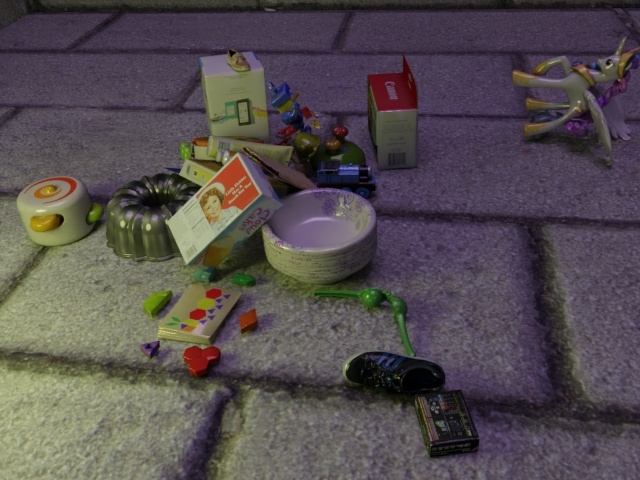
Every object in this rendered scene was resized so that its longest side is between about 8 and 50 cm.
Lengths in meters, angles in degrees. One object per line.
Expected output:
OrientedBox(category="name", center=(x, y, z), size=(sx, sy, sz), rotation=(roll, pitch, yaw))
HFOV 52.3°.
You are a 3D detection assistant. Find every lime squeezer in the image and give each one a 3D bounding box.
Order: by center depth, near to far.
OrientedBox(category="lime squeezer", center=(0.126, 0.159, 1.490), size=(0.310, 0.059, 0.110), rotation=(31, 78, 37))

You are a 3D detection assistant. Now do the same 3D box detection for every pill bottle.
OrientedBox(category="pill bottle", center=(-0.243, -0.224, 1.803), size=(0.083, 0.043, 0.043), rotation=(11, 29, -23))

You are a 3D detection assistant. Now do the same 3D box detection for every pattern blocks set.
OrientedBox(category="pattern blocks set", center=(-0.281, 0.172, 1.519), size=(0.286, 0.026, 0.325), rotation=(15, 39, 25))

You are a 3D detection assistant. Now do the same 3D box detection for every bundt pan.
OrientedBox(category="bundt pan", center=(-0.445, -0.084, 1.817), size=(0.331, 0.124, 0.330), rotation=(-2, 36, 2))

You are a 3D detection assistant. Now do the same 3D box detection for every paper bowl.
OrientedBox(category="paper bowl", center=(0.000, 0.000, 1.631), size=(0.285, 0.148, 0.284), rotation=(-2, 35, 2))

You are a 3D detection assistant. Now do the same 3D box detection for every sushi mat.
OrientedBox(category="sushi mat", center=(-0.079, -0.175, 1.762), size=(0.151, 0.019, 0.317), rotation=(39, 10, 27))

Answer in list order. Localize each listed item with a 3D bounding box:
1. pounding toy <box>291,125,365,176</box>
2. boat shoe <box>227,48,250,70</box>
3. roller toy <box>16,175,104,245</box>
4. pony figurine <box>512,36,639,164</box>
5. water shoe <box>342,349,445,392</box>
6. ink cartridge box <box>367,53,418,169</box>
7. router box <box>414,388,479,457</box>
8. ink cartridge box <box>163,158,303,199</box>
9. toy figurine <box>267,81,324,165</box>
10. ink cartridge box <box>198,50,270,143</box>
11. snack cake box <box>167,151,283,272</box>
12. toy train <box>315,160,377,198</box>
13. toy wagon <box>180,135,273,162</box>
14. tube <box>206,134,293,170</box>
OrientedBox(category="pounding toy", center=(0.025, -0.293, 2.077), size=(0.237, 0.110, 0.183), rotation=(-9, 35, -8))
OrientedBox(category="boat shoe", center=(-0.268, -0.582, 2.104), size=(0.050, 0.045, 0.135), rotation=(-22, 39, -26))
OrientedBox(category="roller toy", center=(-0.743, -0.089, 1.831), size=(0.191, 0.146, 0.209), rotation=(22, 43, 33))
OrientedBox(category="pony figurine", center=(0.825, -0.431, 2.048), size=(0.364, 0.350, 0.303), rotation=(-5, 27, 33))
OrientedBox(category="water shoe", center=(0.145, 0.260, 1.292), size=(0.203, 0.072, 0.080), rotation=(0, 7, 4))
OrientedBox(category="ink cartridge box", center=(0.227, -0.421, 2.099), size=(0.130, 0.271, 0.309), rotation=(-4, 35, 0))
OrientedBox(category="router box", center=(0.234, 0.340, 1.219), size=(0.092, 0.038, 0.122), rotation=(-6, 35, -3))
OrientedBox(category="ink cartridge box", center=(-0.232, -0.180, 1.866), size=(0.307, 0.072, 0.304), rotation=(29, 20, 33))
OrientedBox(category="toy figurine", center=(-0.123, -0.396, 2.086), size=(0.191, 0.217, 0.362), rotation=(-26, 29, 14))
OrientedBox(category="ink cartridge box", center=(-0.293, -0.477, 2.231), size=(0.197, 0.269, 0.198), rotation=(-10, 36, -11))
OrientedBox(category="snack cake box", center=(-0.238, -0.066, 1.599), size=(0.264, 0.089, 0.152), rotation=(-41, 55, 15))
OrientedBox(category="toy train", center=(0.075, -0.179, 1.914), size=(0.184, 0.105, 0.080), rotation=(1, 36, 7))
OrientedBox(category="toy wagon", center=(-0.300, -0.287, 2.038), size=(0.268, 0.068, 0.344), rotation=(-4, 14, -16))
OrientedBox(category="tube", center=(-0.202, -0.246, 1.864), size=(0.240, 0.070, 0.062), rotation=(9, 64, -20))
